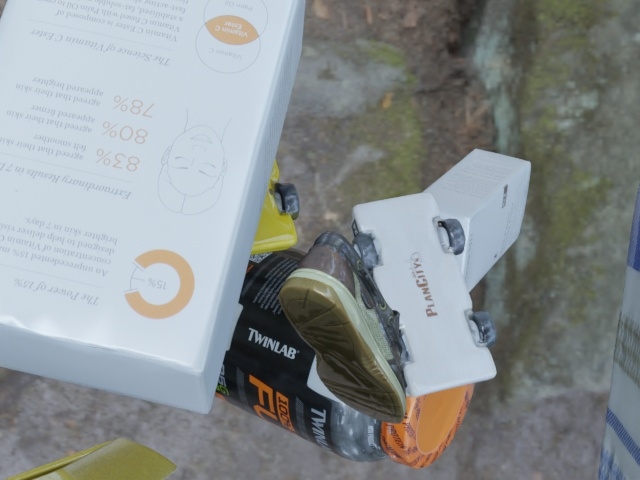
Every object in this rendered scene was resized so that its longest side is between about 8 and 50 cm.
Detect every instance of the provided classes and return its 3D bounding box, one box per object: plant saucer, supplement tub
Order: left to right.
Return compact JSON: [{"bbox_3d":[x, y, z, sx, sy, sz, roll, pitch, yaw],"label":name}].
[{"bbox_3d":[-0.398,0.361,1.560,0.333,0.332,0.081,-9,78,-81],"label":"plant saucer"},{"bbox_3d":[0.000,0.130,1.358,0.207,0.338,0.207,-34,134,-45],"label":"supplement tub"}]

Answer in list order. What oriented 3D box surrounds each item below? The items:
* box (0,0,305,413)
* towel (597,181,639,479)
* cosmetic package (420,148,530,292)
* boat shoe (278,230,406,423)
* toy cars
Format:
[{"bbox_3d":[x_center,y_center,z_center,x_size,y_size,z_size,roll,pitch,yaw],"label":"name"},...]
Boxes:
[{"bbox_3d":[-0.150,-0.065,0.902,0.168,0.215,0.345,99,4,-71],"label":"box"},{"bbox_3d":[0.152,0.104,0.483,0.209,0.034,0.285,-58,154,-85],"label":"towel"},{"bbox_3d":[0.182,-0.023,1.422,0.231,0.085,0.117,-41,140,-55],"label":"cosmetic package"},{"bbox_3d":[0.023,0.052,0.637,0.049,0.056,0.152,-62,152,-25],"label":"boat shoe"},{"bbox_3d":[0.000,0.000,1.051,0.393,0.087,0.176,34,63,8],"label":"toy cars"}]
